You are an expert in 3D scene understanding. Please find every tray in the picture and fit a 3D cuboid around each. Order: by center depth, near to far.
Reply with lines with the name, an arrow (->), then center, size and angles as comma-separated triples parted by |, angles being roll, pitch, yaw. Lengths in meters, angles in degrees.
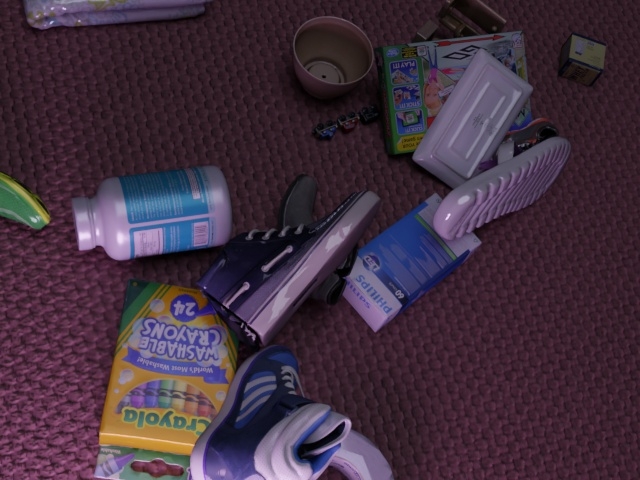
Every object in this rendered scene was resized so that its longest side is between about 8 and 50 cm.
tray -> 0.310, -0.236, 1.884 | 0.145, 0.030, 0.270 | 34, 84, -14

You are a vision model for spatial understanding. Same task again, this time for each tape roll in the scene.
tape roll -> 0.012, 0.418, 1.549 | 0.219, 0.072, 0.219 | 5, 64, -10

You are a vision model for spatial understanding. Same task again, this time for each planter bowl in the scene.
planter bowl -> 0.014, -0.351, 1.894 | 0.162, 0.109, 0.162 | 6, 64, -12

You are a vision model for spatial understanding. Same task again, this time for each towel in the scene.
towel -> -0.425, -0.590, 1.914 | 0.374, 0.090, 0.321 | -9, 67, -17

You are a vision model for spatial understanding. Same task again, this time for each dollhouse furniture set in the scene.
dollhouse furniture set -> 0.276, -0.409, 1.964 | 0.123, 0.144, 0.151 | 39, 61, 7

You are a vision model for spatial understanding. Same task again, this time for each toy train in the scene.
toy train -> 0.053, -0.235, 1.896 | 0.158, 0.027, 0.036 | -23, 83, -23

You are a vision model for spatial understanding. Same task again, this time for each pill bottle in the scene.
pill bottle -> -0.296, -0.046, 1.653 | 0.263, 0.146, 0.146 | -8, 67, -17

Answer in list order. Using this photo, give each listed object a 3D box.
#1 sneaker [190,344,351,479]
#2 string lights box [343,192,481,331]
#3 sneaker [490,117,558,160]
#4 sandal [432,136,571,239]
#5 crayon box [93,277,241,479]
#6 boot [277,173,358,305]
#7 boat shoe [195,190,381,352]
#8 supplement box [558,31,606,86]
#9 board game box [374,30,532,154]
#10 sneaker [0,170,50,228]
sneaker -> -0.037, 0.275, 1.475 | 0.323, 0.236, 0.130 | -53, 128, -52
string lights box -> 0.160, 0.038, 1.762 | 0.259, 0.077, 0.133 | -35, 77, -25
sneaker -> 0.415, -0.195, 1.918 | 0.158, 0.061, 0.065 | -35, 32, -5
sandal -> 0.344, -0.127, 1.798 | 0.416, 0.169, 0.102 | -23, 58, -43
crayon box -> -0.247, 0.237, 1.567 | 0.203, 0.083, 0.323 | 10, 64, -9
boot -> 0.000, 0.000, 1.703 | 0.161, 0.083, 0.247 | 6, 67, 25
boat shoe -> -0.057, 0.012, 1.582 | 0.158, 0.127, 0.340 | 39, 74, 12
supplement box -> 0.577, -0.399, 2.082 | 0.083, 0.056, 0.083 | 18, 62, -5
board game box -> 0.274, -0.301, 1.913 | 0.317, 0.046, 0.214 | -11, 98, -18
sneaker -> -0.610, -0.077, 1.632 | 0.295, 0.109, 0.124 | 21, 85, -5
